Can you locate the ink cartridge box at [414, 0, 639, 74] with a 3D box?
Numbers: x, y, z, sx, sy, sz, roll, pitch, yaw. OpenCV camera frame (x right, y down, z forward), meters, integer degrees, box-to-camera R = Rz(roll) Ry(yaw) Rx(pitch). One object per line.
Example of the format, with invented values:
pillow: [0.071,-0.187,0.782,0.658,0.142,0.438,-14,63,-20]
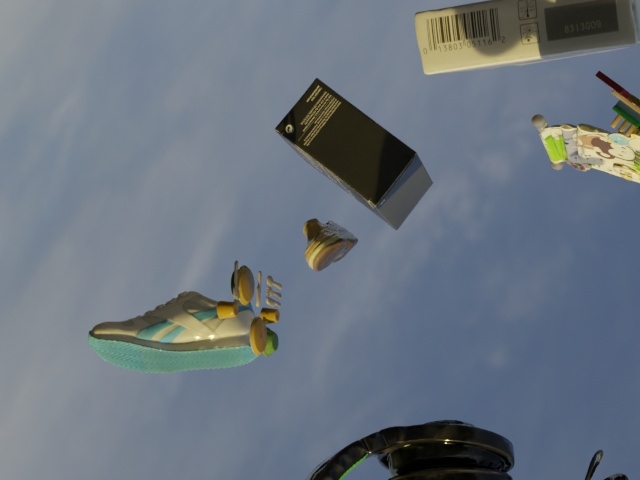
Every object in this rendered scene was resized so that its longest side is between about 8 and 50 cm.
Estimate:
ink cartridge box: [0.356,-0.295,1.943,0.308,0.385,0.091,-5,-83,36]

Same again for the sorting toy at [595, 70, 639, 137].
sorting toy: [0.431,-0.130,1.837,0.132,0.274,0.046,44,-78,34]

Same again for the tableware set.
tableware set: [-0.087,0.088,1.765,0.024,0.154,0.104,-3,-103,20]

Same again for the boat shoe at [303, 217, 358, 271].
boat shoe: [0.000,0.000,2.193,0.068,0.072,0.190,-45,174,9]

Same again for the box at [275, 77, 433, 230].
box: [0.056,-0.120,2.101,0.103,0.184,0.261,-50,169,1]

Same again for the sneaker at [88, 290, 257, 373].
sneaker: [-0.200,0.122,1.953,0.087,0.228,0.092,101,-13,-61]

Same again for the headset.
headset: [0.132,0.290,1.365,0.185,0.394,0.243,-41,-114,56]

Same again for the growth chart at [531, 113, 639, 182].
growth chart: [0.350,-0.089,1.636,0.237,0.172,0.021,21,-100,30]
